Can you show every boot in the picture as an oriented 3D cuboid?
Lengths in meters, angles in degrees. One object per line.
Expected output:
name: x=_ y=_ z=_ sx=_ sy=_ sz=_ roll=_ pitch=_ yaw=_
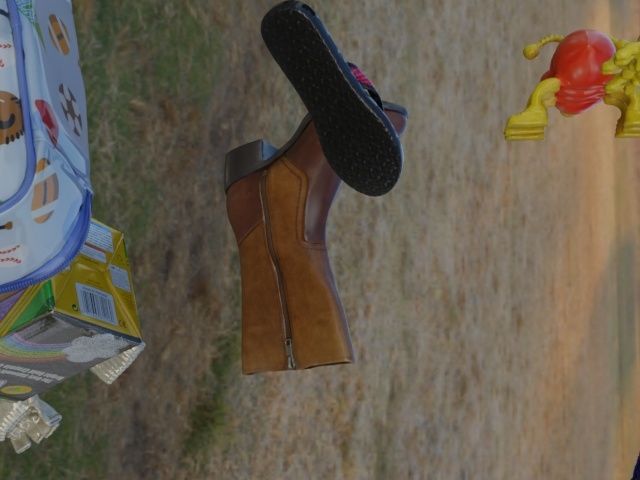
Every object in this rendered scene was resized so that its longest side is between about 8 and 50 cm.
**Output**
boot: x=0.000 y=0.000 z=0.947 sx=0.096 sy=0.264 sz=0.281 roll=23 pitch=55 yaw=-58

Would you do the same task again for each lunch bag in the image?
lunch bag: x=-0.292 y=-0.096 z=0.575 sx=0.115 sy=0.243 sz=0.303 roll=66 pitch=8 yaw=-63

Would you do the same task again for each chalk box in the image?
chalk box: x=-0.304 y=0.069 z=0.818 sx=0.132 sy=0.213 sz=0.132 roll=35 pitch=34 yaw=-58

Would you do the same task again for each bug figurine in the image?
bug figurine: x=0.241 y=-0.100 z=0.436 sx=0.216 sy=0.278 sz=0.072 roll=35 pitch=56 yaw=-82

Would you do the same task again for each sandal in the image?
sandal: x=0.018 y=-0.115 z=0.671 sx=0.179 sy=0.067 sz=0.040 roll=58 pitch=37 yaw=-23

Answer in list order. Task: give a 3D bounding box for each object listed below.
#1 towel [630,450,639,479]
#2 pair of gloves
towel: x=0.282 y=0.171 z=0.653 sx=0.227 sy=0.076 sz=0.308 roll=-27 pitch=135 yaw=-58
pair of gloves: x=-0.365 y=0.135 z=1.045 sx=0.204 sy=0.240 sz=0.042 roll=51 pitch=7 yaw=2
